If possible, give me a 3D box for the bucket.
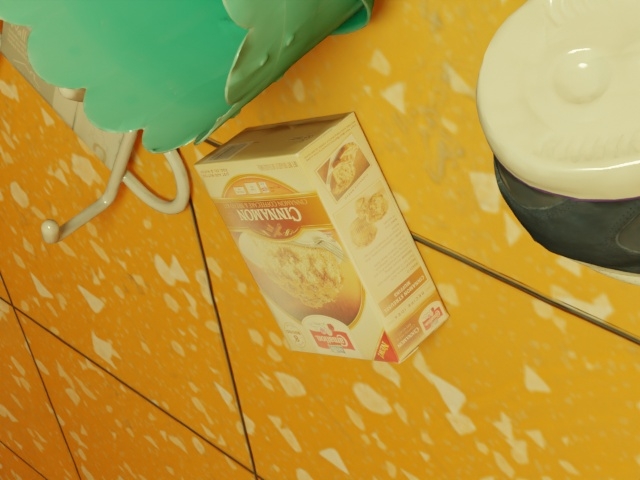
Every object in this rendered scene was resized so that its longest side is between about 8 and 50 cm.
[{"bbox_3d":[-0.086,-0.210,0.705,0.281,0.183,0.281,34,145,28],"label":"bucket"}]

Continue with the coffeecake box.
[{"bbox_3d":[0.000,0.000,0.917,0.142,0.068,0.185,-1,122,52],"label":"coffeecake box"}]

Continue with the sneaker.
[{"bbox_3d":[0.242,-0.051,0.531,0.322,0.130,0.236,-5,165,19],"label":"sneaker"}]

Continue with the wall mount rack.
[{"bbox_3d":[-0.265,-0.154,1.047,0.350,0.130,0.304,46,148,8],"label":"wall mount rack"}]
